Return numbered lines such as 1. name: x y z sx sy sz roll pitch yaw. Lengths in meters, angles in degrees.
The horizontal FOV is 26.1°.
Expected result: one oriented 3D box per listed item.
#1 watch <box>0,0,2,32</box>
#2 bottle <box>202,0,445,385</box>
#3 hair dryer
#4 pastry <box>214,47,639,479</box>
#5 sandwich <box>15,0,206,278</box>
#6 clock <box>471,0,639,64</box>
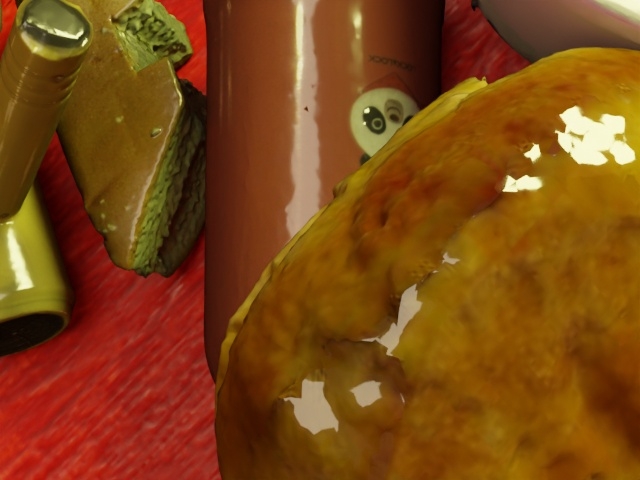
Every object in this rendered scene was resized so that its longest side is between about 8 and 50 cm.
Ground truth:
1. watch: -0.421 -0.146 0.843 0.327 0.335 0.314 -45 57 6
2. bottle: 0.000 0.000 0.783 0.144 0.144 0.336 -3 77 18
3. hair dryer: -0.180 -0.039 0.805 0.090 0.279 0.135 -10 69 -28
4. pastry: 0.120 0.080 0.654 0.356 0.164 0.356 -3 99 -21
5. sandwich: -0.118 -0.094 0.874 0.088 0.090 0.244 -30 68 14
6. clock: 0.227 -0.225 0.735 0.338 0.102 0.339 1 77 -5
